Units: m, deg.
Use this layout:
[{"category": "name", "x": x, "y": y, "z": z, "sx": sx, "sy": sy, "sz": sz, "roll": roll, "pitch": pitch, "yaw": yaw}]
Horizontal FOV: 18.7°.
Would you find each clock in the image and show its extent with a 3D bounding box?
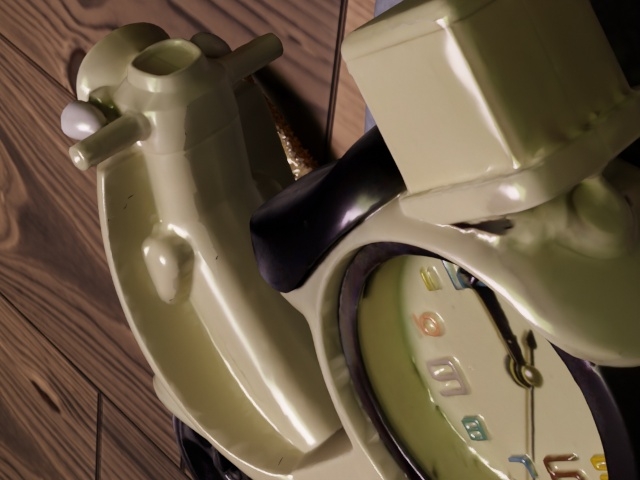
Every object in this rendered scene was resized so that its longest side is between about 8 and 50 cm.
[{"category": "clock", "x": 0.015, "y": 0.018, "z": 0.849, "sx": 0.379, "sy": 0.120, "sz": 0.276, "roll": -8, "pitch": 111, "yaw": 54}]

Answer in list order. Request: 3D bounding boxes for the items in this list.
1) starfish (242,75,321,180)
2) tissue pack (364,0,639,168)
[{"category": "starfish", "x": 0.001, "y": 0.000, "z": 1.130, "sx": 0.240, "sy": 0.043, "sz": 0.227, "roll": -6, "pitch": 108, "yaw": 52}, {"category": "tissue pack", "x": 0.184, "y": -0.010, "z": 0.798, "sx": 0.394, "sy": 0.124, "sz": 0.288, "roll": 37, "pitch": 136, "yaw": 36}]
